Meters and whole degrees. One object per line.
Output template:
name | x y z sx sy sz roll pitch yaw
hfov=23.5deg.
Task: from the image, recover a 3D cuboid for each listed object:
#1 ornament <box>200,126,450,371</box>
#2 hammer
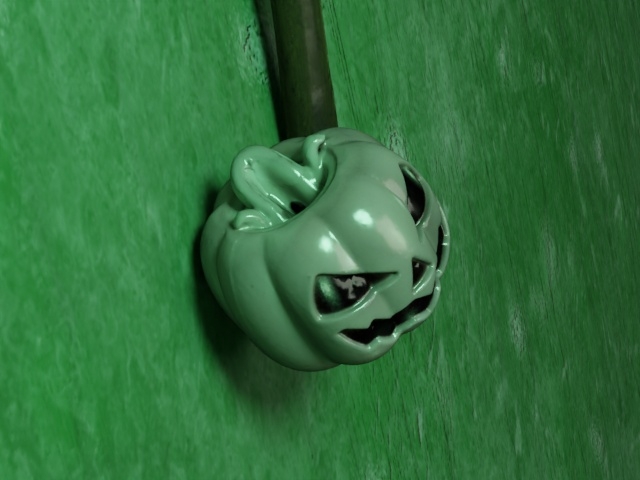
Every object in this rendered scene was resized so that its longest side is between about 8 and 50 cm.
ornament | 0.000 0.000 1.108 0.177 0.178 0.177 -5 90 -66
hammer | -0.031 -0.240 1.202 0.168 0.044 0.439 -19 112 -32
